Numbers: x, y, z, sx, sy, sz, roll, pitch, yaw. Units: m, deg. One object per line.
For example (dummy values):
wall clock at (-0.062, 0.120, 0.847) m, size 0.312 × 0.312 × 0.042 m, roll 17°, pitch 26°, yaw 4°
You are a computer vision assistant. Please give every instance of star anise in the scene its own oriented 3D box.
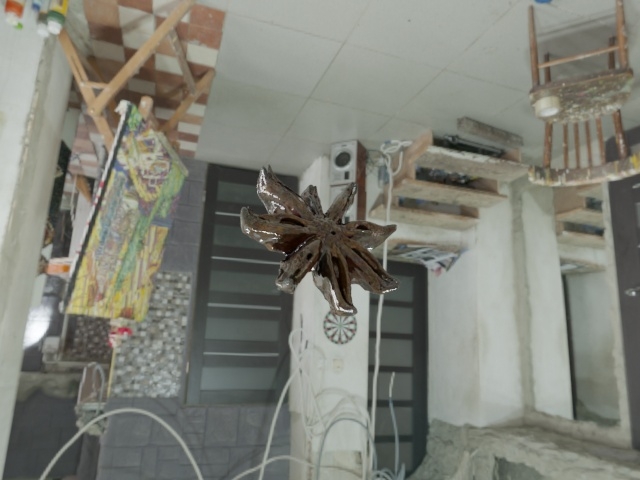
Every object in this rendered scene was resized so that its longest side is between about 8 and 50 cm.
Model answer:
star anise at (0.000, 0.002, 0.348) m, size 0.141 × 0.141 × 0.042 m, roll 9°, pitch 136°, yaw -27°
